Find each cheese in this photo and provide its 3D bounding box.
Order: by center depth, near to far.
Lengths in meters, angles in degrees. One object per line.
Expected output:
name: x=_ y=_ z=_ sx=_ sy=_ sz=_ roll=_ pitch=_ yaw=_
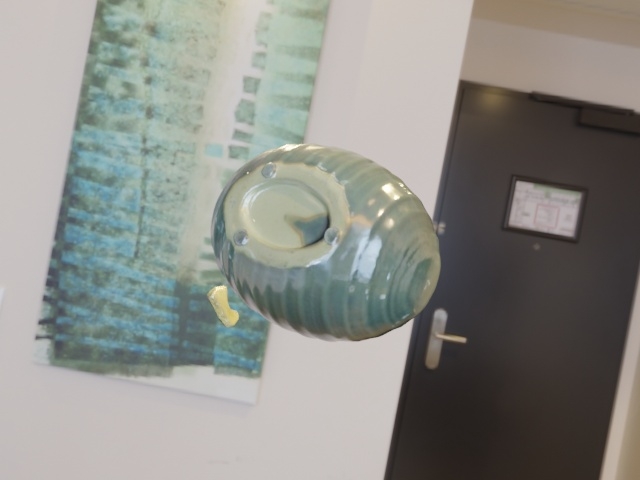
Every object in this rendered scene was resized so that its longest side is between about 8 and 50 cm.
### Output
cheese: x=-0.184 y=0.125 z=1.225 sx=0.030 sy=0.083 sz=0.044 roll=-3 pitch=31 yaw=50

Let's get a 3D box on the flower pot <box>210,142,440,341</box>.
flower pot: x=0.000 y=0.000 z=0.642 sx=0.243 sy=0.189 sz=0.157 roll=20 pitch=-7 yaw=32
